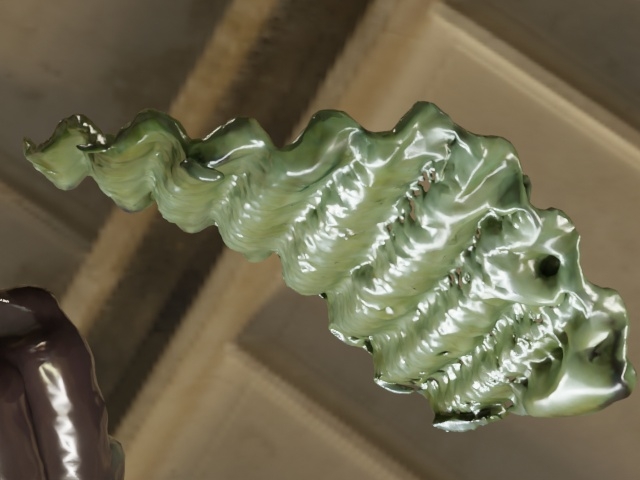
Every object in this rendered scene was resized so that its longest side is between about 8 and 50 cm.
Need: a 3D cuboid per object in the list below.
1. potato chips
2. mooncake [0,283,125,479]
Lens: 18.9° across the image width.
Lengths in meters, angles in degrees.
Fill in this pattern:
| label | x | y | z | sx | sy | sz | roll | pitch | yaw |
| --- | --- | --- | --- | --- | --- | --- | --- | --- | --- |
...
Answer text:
| label | x | y | z | sx | sy | sz | roll | pitch | yaw |
| --- | --- | --- | --- | --- | --- | --- | --- | --- | --- |
| potato chips | 0.005 | 0.001 | 1.253 | 0.389 | 0.373 | 0.097 | -6 | -125 | 60 |
| mooncake | -0.333 | 0.121 | 1.200 | 0.381 | 0.351 | 0.212 | 10 | -65 | 33 |
